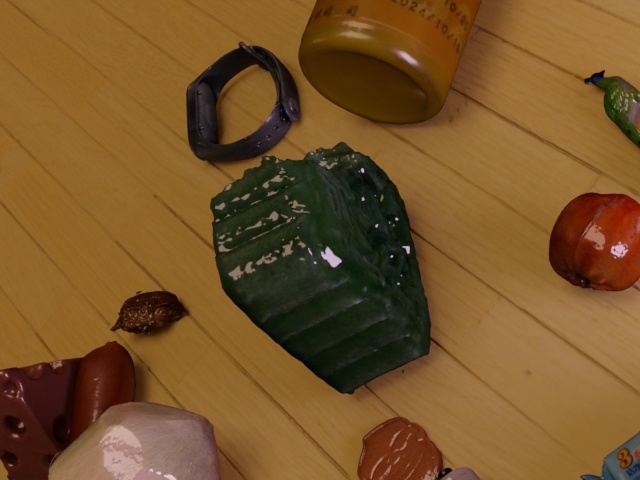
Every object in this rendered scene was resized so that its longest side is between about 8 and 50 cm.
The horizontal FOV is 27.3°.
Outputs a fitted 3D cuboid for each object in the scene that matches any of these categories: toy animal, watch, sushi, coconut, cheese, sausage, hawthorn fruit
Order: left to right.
[{"bbox_3d":[-0.418,0.234,1.960,0.128,0.203,0.177,-18,22,31],"label":"cheese"},{"bbox_3d":[-0.317,0.286,1.886,0.089,0.083,0.300,-8,58,20],"label":"sausage"},{"bbox_3d":[-0.229,0.313,1.701,0.234,0.224,0.224,-32,45,17],"label":"coconut"},{"bbox_3d":[-0.261,0.112,1.977,0.118,0.061,0.060,-27,35,20],"label":"sushi"},{"bbox_3d":[-0.125,-0.222,2.101,0.193,0.068,0.206,-20,54,23],"label":"watch"},{"bbox_3d":[0.327,0.000,1.542,0.128,0.128,0.128,-21,50,27],"label":"hawthorn fruit"},{"bbox_3d":[0.405,-0.157,1.642,0.075,0.041,0.217,-37,48,15],"label":"toy animal"}]

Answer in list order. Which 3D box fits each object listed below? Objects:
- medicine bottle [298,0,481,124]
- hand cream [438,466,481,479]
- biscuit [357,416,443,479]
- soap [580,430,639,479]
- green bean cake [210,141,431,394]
[{"bbox_3d":[0.129,-0.379,1.886,0.224,0.224,0.384,4,64,41],"label":"medicine bottle"},{"bbox_3d":[0.185,0.327,1.474,0.087,0.054,0.186,-39,50,5],"label":"hand cream"},{"bbox_3d":[0.095,0.271,1.605,0.102,0.019,0.130,-47,42,0],"label":"biscuit"},{"bbox_3d":[0.424,0.216,1.333,0.293,0.077,0.156,-38,43,10],"label":"soap"},{"bbox_3d":[0.000,0.000,1.664,0.169,0.308,0.300,-28,48,19],"label":"green bean cake"}]
